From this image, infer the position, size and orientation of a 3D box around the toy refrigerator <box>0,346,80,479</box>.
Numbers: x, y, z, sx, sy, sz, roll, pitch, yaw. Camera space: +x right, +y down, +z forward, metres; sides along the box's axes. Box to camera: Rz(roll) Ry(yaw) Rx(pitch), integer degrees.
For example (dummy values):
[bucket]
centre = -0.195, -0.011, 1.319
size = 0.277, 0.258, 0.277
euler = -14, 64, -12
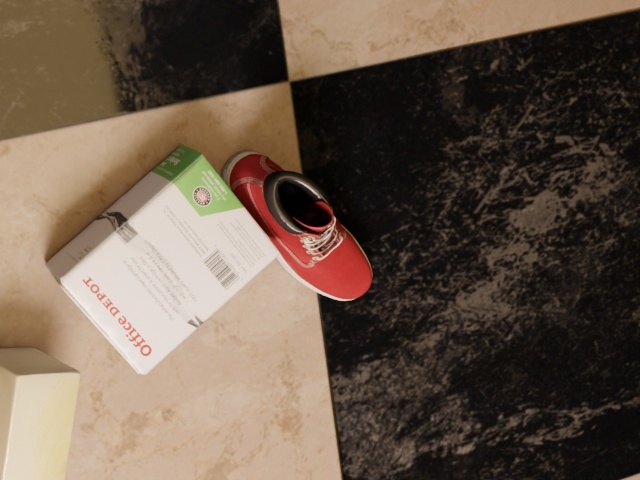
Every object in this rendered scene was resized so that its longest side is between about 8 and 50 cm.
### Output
[toy refrigerator]
centre = -0.350, 0.265, 1.665
size = 0.094, 0.102, 0.269
euler = 2, 102, -44

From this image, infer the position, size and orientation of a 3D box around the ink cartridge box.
[ink cartridge box]
centre = -0.184, 0.022, 1.695
size = 0.219, 0.092, 0.160
euler = -41, 115, -10

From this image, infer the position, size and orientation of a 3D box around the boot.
[boot]
centre = 0.000, 0.000, 1.728
size = 0.088, 0.176, 0.244
euler = -49, 118, -9
